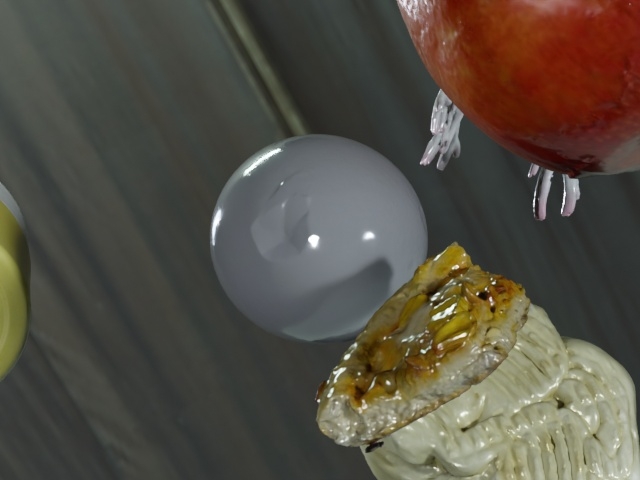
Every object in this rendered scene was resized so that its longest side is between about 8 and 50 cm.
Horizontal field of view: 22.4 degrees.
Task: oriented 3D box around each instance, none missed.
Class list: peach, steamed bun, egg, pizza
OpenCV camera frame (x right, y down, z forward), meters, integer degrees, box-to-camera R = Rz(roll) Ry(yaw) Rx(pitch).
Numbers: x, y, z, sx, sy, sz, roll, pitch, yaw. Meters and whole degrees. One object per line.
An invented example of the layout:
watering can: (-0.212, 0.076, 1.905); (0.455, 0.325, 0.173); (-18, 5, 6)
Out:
peach: (0.210, -0.228, 1.278); (0.372, 0.372, 0.290); (-19, -3, 33)
steamed bun: (0.180, 0.210, 1.669); (0.289, 0.203, 0.276); (-4, 58, 8)
egg: (0.000, 0.000, 1.337); (0.176, 0.176, 0.232); (-32, 12, -9)
pizza: (0.076, 0.069, 1.093); (0.182, 0.062, 0.161); (-42, 21, -20)

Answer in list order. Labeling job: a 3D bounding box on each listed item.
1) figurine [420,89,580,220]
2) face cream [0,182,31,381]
figurine: (0.191, -0.213, 1.763); (0.206, 0.316, 0.284); (24, 80, 54)
face cream: (-0.403, 0.040, 1.633); (0.218, 0.218, 0.179); (-29, 25, 2)
